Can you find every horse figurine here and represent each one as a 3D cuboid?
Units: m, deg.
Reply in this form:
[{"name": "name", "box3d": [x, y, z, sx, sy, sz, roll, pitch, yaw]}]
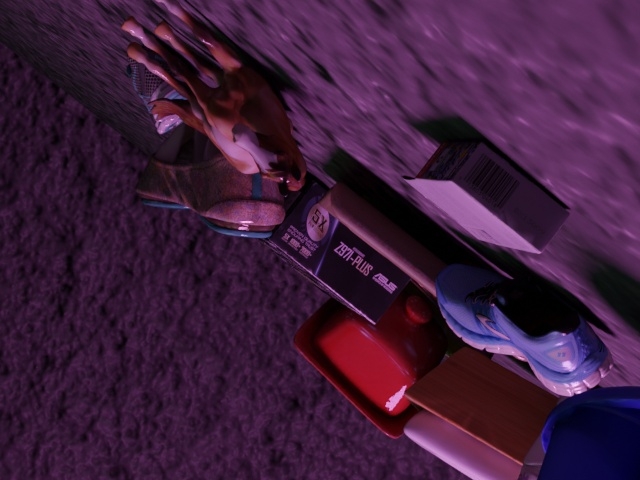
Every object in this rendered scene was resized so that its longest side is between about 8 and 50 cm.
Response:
[{"name": "horse figurine", "box3d": [-0.075, -0.104, 1.099, 0.174, 0.066, 0.263, 44, 174, -2]}]

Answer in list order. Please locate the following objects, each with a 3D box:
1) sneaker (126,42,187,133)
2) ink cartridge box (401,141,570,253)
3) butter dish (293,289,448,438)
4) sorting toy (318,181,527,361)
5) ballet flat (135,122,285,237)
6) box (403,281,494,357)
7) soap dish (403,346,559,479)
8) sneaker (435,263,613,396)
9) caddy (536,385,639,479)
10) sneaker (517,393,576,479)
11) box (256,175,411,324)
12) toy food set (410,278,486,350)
[{"name": "sneaker", "box3d": [-0.148, -0.150, 1.370, 0.076, 0.065, 0.166, 54, 173, 1]}, {"name": "ink cartridge box", "box3d": [0.087, -0.025, 0.793, 0.063, 0.029, 0.115, 38, 177, -10]}, {"name": "butter dish", "box3d": [0.078, 0.105, 1.577, 0.160, 0.118, 0.160, 44, -148, 3]}, {"name": "sorting toy", "box3d": [0.056, -0.011, 1.227, 0.307, 0.041, 0.229, 38, -179, -2]}, {"name": "ballet flat", "box3d": [-0.110, -0.074, 1.499, 0.107, 0.106, 0.316, 1, -172, -26]}, {"name": "box", "box3d": [0.122, 0.087, 1.700, 0.178, 0.042, 0.109, 37, 176, 3]}, {"name": "soap dish", "box3d": [0.239, 0.228, 1.516, 0.291, 0.118, 0.229, 29, 174, 19]}, {"name": "sneaker", "box3d": [0.141, 0.046, 1.042, 0.162, 0.063, 0.073, 27, 152, 48]}, {"name": "caddy", "box3d": [0.265, 0.207, 0.857, 0.341, 0.179, 0.241, 41, 153, -28]}, {"name": "sneaker", "box3d": [0.312, 0.271, 1.311, 0.305, 0.152, 0.114, 34, 173, 29]}, {"name": "box", "box3d": [0.000, 0.000, 1.518, 0.147, 0.077, 0.180, 39, 176, -18]}, {"name": "toy food set", "box3d": [0.135, 0.067, 1.529, 0.122, 0.019, 0.078, 46, 176, 2]}]
